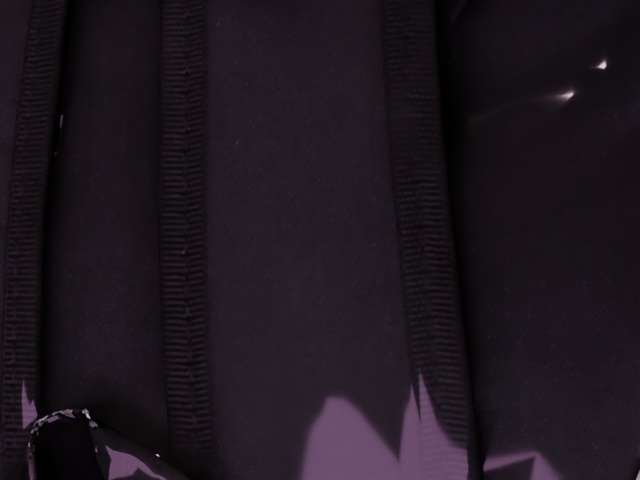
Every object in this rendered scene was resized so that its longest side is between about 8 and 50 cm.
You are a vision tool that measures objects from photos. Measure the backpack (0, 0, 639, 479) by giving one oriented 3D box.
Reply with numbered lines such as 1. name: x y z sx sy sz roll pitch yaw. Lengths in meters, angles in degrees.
1. backpack: 0.000 0.000 0.418 0.225 0.191 0.253 -11 60 25
